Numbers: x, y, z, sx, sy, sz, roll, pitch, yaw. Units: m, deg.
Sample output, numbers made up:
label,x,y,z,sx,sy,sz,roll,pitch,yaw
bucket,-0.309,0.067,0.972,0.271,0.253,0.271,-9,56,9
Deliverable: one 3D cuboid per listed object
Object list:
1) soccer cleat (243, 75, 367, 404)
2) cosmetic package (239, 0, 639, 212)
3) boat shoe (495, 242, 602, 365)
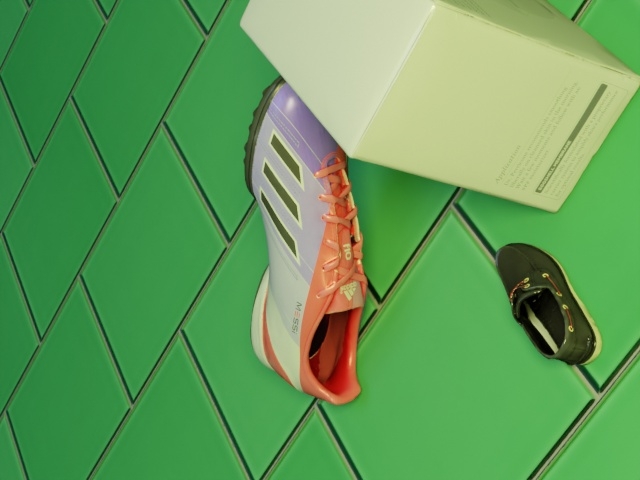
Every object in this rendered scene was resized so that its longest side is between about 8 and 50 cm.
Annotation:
label,x,y,z,sx,sy,sz,roll,pitch,yaw
soccer cleat,0.000,0.000,1.167,0.116,0.108,0.318,35,132,44
cosmetic package,0.090,-0.153,1.050,0.138,0.224,0.224,-60,39,21
boat shoe,0.174,0.045,1.034,0.049,0.042,0.133,-58,39,27
